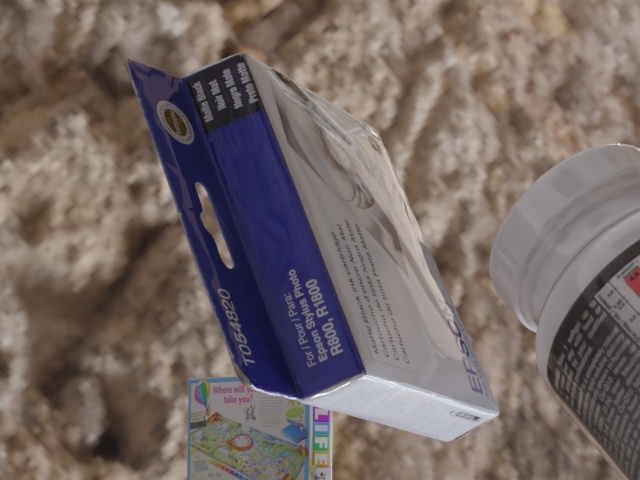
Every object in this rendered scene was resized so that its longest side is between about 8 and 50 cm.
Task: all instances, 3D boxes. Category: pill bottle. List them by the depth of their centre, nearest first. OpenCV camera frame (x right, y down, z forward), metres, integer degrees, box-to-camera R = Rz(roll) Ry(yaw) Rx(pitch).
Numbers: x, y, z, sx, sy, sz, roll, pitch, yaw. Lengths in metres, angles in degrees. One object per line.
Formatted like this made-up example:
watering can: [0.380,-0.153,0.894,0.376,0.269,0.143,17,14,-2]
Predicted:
pill bottle: [0.295,0.098,1.307,0.210,0.210,0.363,-38,-129,1]

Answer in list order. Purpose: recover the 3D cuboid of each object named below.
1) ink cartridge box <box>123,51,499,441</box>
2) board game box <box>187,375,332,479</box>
ink cartridge box: [0.000,0.000,0.995,0.045,0.224,0.223,-33,-118,23]
board game box: [-0.052,0.163,1.414,0.154,0.026,0.103,-6,-100,46]
